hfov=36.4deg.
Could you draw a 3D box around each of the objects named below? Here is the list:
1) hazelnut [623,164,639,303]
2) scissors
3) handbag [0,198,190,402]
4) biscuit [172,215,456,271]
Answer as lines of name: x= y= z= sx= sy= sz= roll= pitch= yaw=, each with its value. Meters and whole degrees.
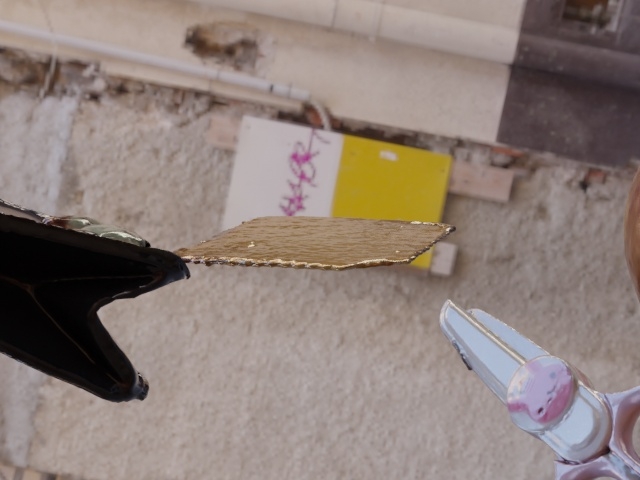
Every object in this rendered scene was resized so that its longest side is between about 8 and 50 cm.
hazelnut: x=0.627 y=-0.015 z=1.404 sx=0.421 sy=0.353 sz=0.420 roll=-38 pitch=-26 yaw=-22
scissors: x=0.147 y=0.100 z=0.611 sx=0.118 sy=0.031 sz=0.242 roll=-54 pitch=36 yaw=7
handbag: x=-0.287 y=-0.002 z=0.766 sx=0.121 sy=0.329 sz=0.303 roll=-67 pitch=23 yaw=-5
biscuit: x=0.000 y=0.000 z=0.989 sx=0.232 sy=0.237 sz=0.013 roll=-27 pitch=-63 yaw=-65
